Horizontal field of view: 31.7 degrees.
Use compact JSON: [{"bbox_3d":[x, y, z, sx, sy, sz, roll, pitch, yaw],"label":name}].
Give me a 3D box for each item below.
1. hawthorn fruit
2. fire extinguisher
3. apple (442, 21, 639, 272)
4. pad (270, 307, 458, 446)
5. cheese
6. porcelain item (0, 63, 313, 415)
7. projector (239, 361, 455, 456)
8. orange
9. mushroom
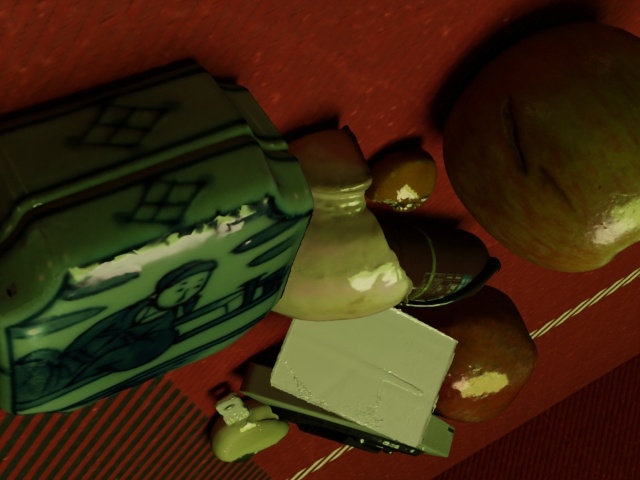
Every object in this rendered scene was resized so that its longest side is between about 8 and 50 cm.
[{"bbox_3d":[0.180,0.166,1.650,0.262,0.210,0.210,-5,146,-37],"label":"hawthorn fruit"},{"bbox_3d":[0.121,0.034,1.439,0.142,0.105,0.341,-8,173,32],"label":"fire extinguisher"},{"bbox_3d":[0.269,-0.088,1.177,0.264,0.264,0.264,-27,157,-12],"label":"apple"},{"bbox_3d":[0.059,0.152,1.422,0.232,0.156,0.004,26,167,-21],"label":"pad"},{"bbox_3d":[-0.117,0.265,1.665,0.127,0.054,0.251,-29,157,-6],"label":"cheese"},{"bbox_3d":[-0.160,0.012,0.941,0.282,0.157,0.286,-22,157,-26],"label":"porcelain item"},{"bbox_3d":[0.042,0.250,1.603,0.257,0.259,0.079,43,62,-67],"label":"projector"},{"bbox_3d":[0.091,-0.065,1.231,0.086,0.062,0.086,-29,157,-14],"label":"orange"},{"bbox_3d":[-0.018,0.020,1.132,0.173,0.162,0.236,-27,156,-15],"label":"mushroom"}]
